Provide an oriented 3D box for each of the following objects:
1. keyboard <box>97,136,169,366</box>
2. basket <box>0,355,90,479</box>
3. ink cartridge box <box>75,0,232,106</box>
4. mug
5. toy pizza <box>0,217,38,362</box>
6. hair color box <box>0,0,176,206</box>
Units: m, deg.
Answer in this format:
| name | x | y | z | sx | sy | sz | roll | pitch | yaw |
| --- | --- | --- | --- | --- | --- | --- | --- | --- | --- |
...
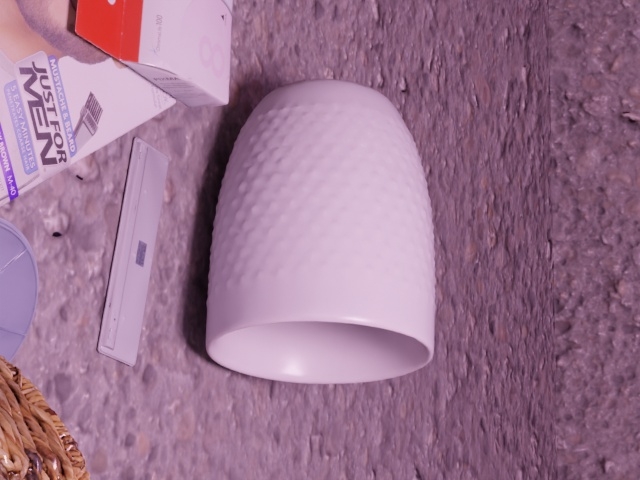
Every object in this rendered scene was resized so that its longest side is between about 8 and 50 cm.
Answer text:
| name | x | y | z | sx | sy | sz | roll | pitch | yaw |
| --- | --- | --- | --- | --- | --- | --- | --- | --- | --- |
| keyboard | -0.213 | 0.012 | 1.838 | 0.072 | 0.014 | 0.256 | 40 | 54 | -61 |
| basket | -0.309 | 0.175 | 1.298 | 0.223 | 0.299 | 0.213 | 24 | 95 | -59 |
| ink cartridge box | -0.164 | -0.261 | 1.670 | 0.232 | 0.066 | 0.189 | 36 | 54 | -65 |
| mug | 0.000 | 0.000 | 2.016 | 0.374 | 0.276 | 0.328 | 101 | -9 | -69 |
| toy pizza | -0.350 | 0.064 | 1.493 | 0.201 | 0.032 | 0.201 | -27 | 130 | -37 |
| hair color box | -0.287 | -0.170 | 1.599 | 0.339 | 0.110 | 0.185 | -43 | 125 | -57 |
